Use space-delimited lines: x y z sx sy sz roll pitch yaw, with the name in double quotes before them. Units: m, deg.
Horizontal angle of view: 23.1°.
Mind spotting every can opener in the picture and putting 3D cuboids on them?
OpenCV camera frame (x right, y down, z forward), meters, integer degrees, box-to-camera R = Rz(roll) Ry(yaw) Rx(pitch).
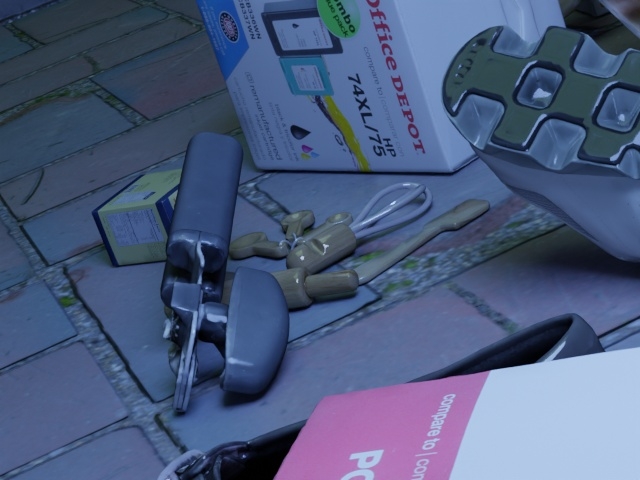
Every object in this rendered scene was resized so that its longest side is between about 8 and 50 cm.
"can opener" -0.068 0.020 1.151 0.095 0.076 0.283 9 34 -4

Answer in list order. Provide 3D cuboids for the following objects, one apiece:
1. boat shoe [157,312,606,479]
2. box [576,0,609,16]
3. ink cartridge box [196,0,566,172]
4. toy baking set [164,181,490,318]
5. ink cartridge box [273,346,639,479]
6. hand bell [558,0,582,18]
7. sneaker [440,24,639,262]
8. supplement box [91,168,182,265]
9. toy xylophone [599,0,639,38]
"boat shoe" 0.000 0.121 0.821 0.335 0.095 0.112 -17 20 7
"box" 0.351 -0.330 1.682 0.203 0.103 0.114 -22 20 -8
"ink cartridge box" 0.060 -0.191 1.447 0.197 0.198 0.270 -34 23 -35
"toy baking set" -0.004 0.003 1.240 0.256 0.030 0.197 -9 22 29
"ink cartridge box" 0.144 0.138 0.470 0.283 0.207 0.117 -11 22 23
"hand bell" 0.150 -0.315 1.526 0.126 0.242 0.126 -31 46 39
"sneaker" 0.242 -0.036 0.989 0.330 0.146 0.122 25 72 33
"supplement box" -0.142 -0.023 1.403 0.083 0.056 0.083 -6 23 33
"toy xylophone" 0.345 -0.234 1.338 0.236 0.081 0.323 -24 44 -20
